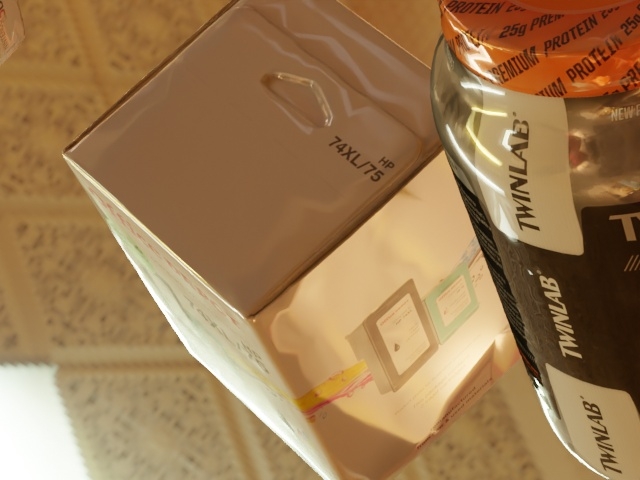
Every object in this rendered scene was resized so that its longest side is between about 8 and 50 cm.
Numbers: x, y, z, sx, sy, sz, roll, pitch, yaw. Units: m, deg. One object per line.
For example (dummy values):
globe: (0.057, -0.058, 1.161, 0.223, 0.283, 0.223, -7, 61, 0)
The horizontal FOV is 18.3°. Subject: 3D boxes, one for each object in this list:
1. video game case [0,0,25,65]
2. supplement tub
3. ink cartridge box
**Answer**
video game case: (-0.166, -0.140, 0.543, 0.190, 0.173, 0.022, 36, -108, 12)
supplement tub: (0.169, -0.031, 1.000, 0.193, 0.193, 0.316, -90, -18, -44)
ink cartridge box: (0.000, 0.000, 1.313, 0.197, 0.270, 0.198, -42, -124, -11)
